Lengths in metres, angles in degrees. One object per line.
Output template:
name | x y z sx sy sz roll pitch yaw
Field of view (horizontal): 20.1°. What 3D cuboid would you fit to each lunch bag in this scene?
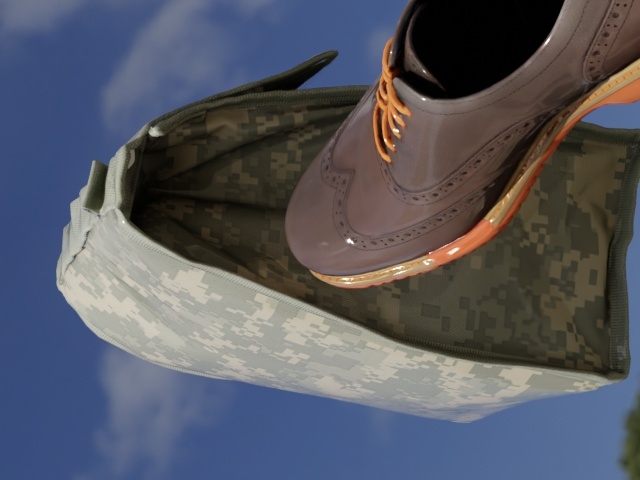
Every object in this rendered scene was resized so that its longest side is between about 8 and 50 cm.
lunch bag | 0.000 0.000 1.007 0.235 0.287 0.169 144 134 -71

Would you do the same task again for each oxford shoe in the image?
oxford shoe | 0.051 -0.065 0.749 0.098 0.097 0.271 3 -33 -38
